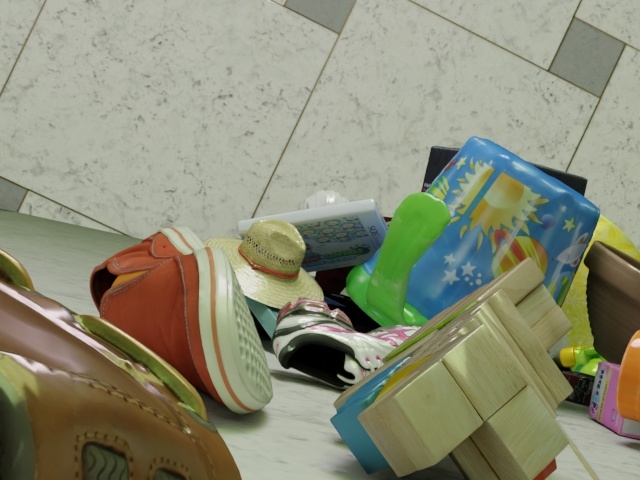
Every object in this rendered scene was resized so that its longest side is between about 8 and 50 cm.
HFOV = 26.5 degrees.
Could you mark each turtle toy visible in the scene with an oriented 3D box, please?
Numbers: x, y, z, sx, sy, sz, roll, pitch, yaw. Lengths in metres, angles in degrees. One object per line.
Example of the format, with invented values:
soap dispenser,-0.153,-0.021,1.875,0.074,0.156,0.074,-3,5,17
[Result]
turtle toy,0.356,0.163,1.729,0.095,0.066,0.130,-12,-6,23

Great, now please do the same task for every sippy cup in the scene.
sippy cup,0.181,0.017,1.489,0.240,0.224,0.305,30,8,-2

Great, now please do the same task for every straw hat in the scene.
straw hat,-0.051,0.011,1.446,0.144,0.061,0.144,22,21,-9

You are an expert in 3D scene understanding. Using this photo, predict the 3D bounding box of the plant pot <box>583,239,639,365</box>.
plant pot,0.382,0.104,1.514,0.237,0.109,0.237,29,8,-4

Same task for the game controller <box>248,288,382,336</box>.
game controller,-0.068,0.064,1.549,0.319,0.067,0.166,13,13,-30

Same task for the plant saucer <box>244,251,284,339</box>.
plant saucer,-0.049,0.063,1.435,0.067,0.018,0.192,9,26,-36

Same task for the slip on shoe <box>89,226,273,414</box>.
slip on shoe,-0.110,0.062,1.019,0.101,0.123,0.331,-21,15,-13

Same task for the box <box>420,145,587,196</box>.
box,0.216,0.027,1.769,0.165,0.270,0.143,11,1,-30

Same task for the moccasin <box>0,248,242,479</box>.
moccasin,-0.191,0.027,0.490,0.380,0.139,0.147,14,0,31

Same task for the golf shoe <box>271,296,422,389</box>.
golf shoe,0.046,0.112,1.211,0.186,0.067,0.086,13,28,-2

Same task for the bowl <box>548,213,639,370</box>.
bowl,0.341,0.092,2.002,0.156,0.289,0.289,-38,30,-27

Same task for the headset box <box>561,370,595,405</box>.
headset box,0.316,0.174,1.578,0.083,0.032,0.062,15,2,25

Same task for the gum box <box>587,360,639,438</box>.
gum box,0.382,0.177,1.385,0.188,0.062,0.107,12,1,-6

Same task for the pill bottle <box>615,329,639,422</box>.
pill bottle,0.396,0.148,1.227,0.246,0.130,0.130,13,1,29

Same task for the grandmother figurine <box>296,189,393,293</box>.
grandmother figurine,0.073,0.032,1.856,0.342,0.208,0.104,39,9,-50

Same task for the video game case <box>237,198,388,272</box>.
video game case,0.000,0.000,1.553,0.157,0.019,0.143,-9,-24,12

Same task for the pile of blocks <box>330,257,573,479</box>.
pile of blocks,0.093,0.116,0.880,0.112,0.149,0.362,55,16,2
